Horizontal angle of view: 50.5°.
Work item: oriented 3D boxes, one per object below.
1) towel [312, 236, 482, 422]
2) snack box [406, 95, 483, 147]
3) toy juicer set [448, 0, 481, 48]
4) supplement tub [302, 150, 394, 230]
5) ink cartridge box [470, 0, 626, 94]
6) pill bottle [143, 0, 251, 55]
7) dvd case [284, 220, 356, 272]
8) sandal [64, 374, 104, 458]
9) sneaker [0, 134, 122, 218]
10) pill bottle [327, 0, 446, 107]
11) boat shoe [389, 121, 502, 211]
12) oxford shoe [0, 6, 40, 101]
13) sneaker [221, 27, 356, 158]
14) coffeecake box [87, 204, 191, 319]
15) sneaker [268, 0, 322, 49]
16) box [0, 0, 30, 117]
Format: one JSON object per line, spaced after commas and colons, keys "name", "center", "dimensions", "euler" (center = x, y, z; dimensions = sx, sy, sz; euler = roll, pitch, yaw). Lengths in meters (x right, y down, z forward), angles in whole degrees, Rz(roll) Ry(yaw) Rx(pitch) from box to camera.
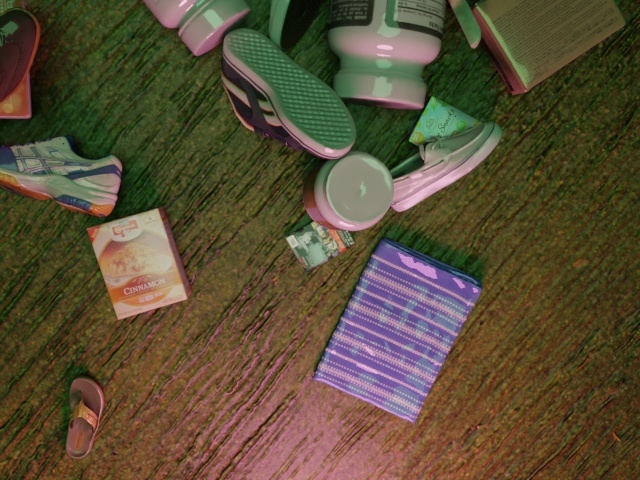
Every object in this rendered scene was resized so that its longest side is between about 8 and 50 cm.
{"name": "towel", "center": [0.162, 0.187, 1.398], "dimensions": [0.243, 0.040, 0.336], "euler": [25, 96, -6]}
{"name": "snack box", "center": [0.256, -0.210, 1.348], "dimensions": [0.141, 0.037, 0.100], "euler": [27, 96, -7]}
{"name": "toy juicer set", "center": [0.269, -0.539, 1.208], "dimensions": [0.089, 0.209, 0.329], "euler": [5, 122, -26]}
{"name": "supplement tub", "center": [0.050, -0.090, 1.260], "dimensions": [0.144, 0.199, 0.145], "euler": [0, 92, -11]}
{"name": "ink cartridge box", "center": [0.429, -0.426, 1.305], "dimensions": [0.234, 0.088, 0.193], "euler": [-33, 98, 2]}
{"name": "pill bottle", "center": [-0.262, -0.485, 1.210], "dimensions": [0.160, 0.160, 0.283], "euler": [-38, 99, 2]}
{"name": "dvd case", "center": [0.000, 0.000, 1.372], "dimensions": [0.119, 0.013, 0.087], "euler": [-31, 99, -1]}
{"name": "sandal", "center": [-0.482, 0.362, 1.370], "dimensions": [0.072, 0.049, 0.180], "euler": [11, 97, -6]}
{"name": "sneaker", "center": [-0.521, -0.144, 1.282], "dimensions": [0.296, 0.112, 0.131], "euler": [18, 79, -8]}
{"name": "pill bottle", "center": [0.122, -0.430, 1.221], "dimensions": [0.210, 0.210, 0.363], "euler": [6, 98, -5]}
{"name": "boat shoe", "center": [0.220, -0.153, 1.291], "dimensions": [0.258, 0.095, 0.084], "euler": [-37, 112, 20]}
{"name": "oxford shoe", "center": [-0.536, -0.254, 1.075], "dimensions": [0.096, 0.098, 0.271], "euler": [35, 86, -24]}
{"name": "sneaker", "center": [-0.062, -0.242, 1.234], "dimensions": [0.126, 0.128, 0.321], "euler": [-29, 66, -31]}
{"name": "coffeecake box", "center": [-0.350, 0.041, 1.324], "dimensions": [0.142, 0.068, 0.186], "euler": [-17, 98, -1]}
{"name": "sneaker", "center": [-0.056, -0.509, 1.270], "dimensions": [0.123, 0.105, 0.290], "euler": [25, 105, 26]}
{"name": "box", "center": [-0.682, -0.317, 1.151], "dimensions": [0.345, 0.168, 0.215], "euler": [-4, 100, -22]}
